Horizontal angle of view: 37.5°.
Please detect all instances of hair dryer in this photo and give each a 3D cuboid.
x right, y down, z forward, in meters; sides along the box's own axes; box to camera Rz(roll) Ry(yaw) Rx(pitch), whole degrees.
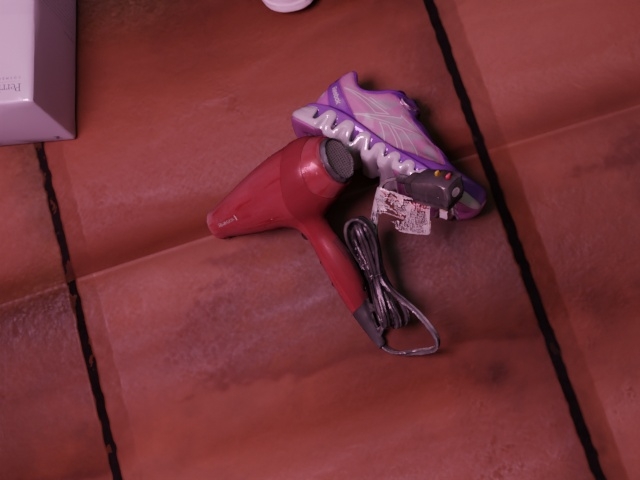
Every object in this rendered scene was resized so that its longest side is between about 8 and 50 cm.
[{"bbox_3d":[0.000,0.000,1.008,0.294,0.080,0.223,19,112,26],"label":"hair dryer"}]

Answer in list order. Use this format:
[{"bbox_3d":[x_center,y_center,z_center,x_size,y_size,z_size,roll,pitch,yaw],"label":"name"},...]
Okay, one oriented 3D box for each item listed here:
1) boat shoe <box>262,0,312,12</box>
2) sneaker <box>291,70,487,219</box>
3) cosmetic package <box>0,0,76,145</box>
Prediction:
[{"bbox_3d":[-0.058,-0.411,1.122,0.098,0.096,0.277,-9,77,4],"label":"boat shoe"},{"bbox_3d":[0.088,-0.111,1.046,0.236,0.095,0.104,32,75,13],"label":"sneaker"},{"bbox_3d":[-0.417,-0.234,1.108,0.224,0.138,0.224,-5,79,6],"label":"cosmetic package"}]
